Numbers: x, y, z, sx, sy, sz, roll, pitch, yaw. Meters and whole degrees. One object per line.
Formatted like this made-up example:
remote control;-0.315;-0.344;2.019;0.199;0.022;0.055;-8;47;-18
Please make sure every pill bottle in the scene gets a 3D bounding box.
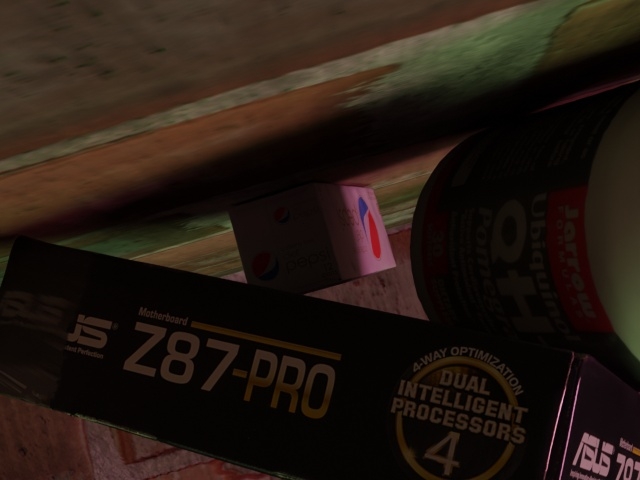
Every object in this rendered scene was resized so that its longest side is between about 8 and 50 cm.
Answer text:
pill bottle;0.191;-0.002;0.653;0.176;0.176;0.318;-15;-178;-21

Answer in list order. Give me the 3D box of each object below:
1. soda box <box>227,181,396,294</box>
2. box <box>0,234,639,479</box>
soda box;0.000;0.000;0.907;0.069;0.074;0.216;-16;178;13
box;0.045;0.110;0.711;0.318;0.097;0.395;8;170;29
